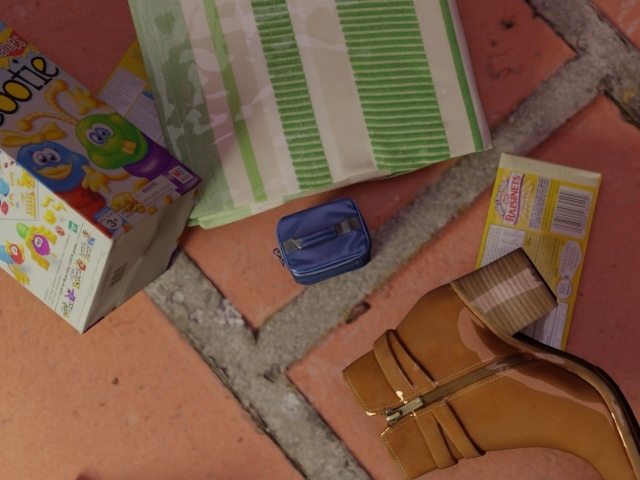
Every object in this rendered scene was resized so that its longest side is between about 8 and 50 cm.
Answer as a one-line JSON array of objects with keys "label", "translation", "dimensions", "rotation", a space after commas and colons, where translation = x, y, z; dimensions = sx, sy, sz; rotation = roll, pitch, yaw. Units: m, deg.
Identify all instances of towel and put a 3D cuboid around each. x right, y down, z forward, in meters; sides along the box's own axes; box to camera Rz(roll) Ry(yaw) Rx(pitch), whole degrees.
[{"label": "towel", "translation": [-0.008, -0.166, 1.734], "dimensions": [0.324, 0.038, 0.248], "rotation": [-14, 94, -5]}]

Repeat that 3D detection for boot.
[{"label": "boot", "translation": [0.172, 0.174, 1.637], "dimensions": [0.220, 0.109, 0.283], "rotation": [-35, 88, 9]}]

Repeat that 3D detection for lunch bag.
[{"label": "lunch bag", "translation": [0.000, 0.000, 1.724], "dimensions": [0.098, 0.065, 0.067], "rotation": [-20, 73, -2]}]

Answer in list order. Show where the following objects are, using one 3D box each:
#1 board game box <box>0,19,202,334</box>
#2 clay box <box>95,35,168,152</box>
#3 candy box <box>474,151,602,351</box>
[{"label": "board game box", "translation": [-0.277, -0.066, 1.700], "dimensions": [0.275, 0.144, 0.142], "rotation": [38, 44, 13]}, {"label": "clay box", "translation": [-0.126, -0.192, 1.796], "dimensions": [0.127, 0.053, 0.222], "rotation": [31, 77, 12]}, {"label": "candy box", "translation": [0.211, 0.019, 1.721], "dimensions": [0.105, 0.027, 0.206], "rotation": [12, 76, 9]}]
